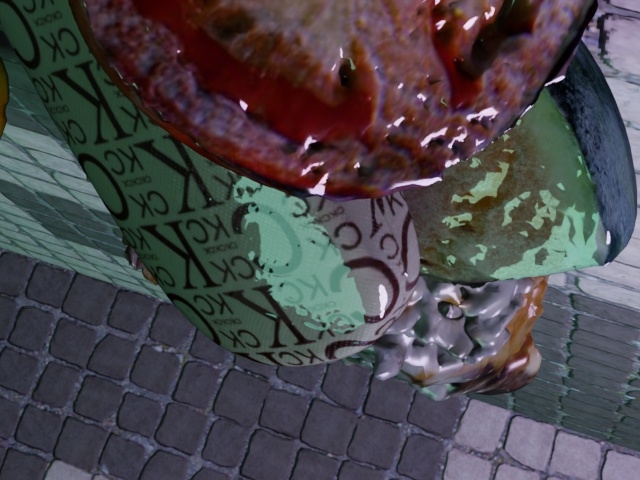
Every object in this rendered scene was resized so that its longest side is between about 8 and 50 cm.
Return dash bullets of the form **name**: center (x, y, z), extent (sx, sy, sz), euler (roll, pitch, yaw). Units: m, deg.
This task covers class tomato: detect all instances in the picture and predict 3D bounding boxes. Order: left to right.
- **tomato**: center (0.006, -0.131, 0.509), extent (0.225, 0.225, 0.085), euler (26, -172, -27)

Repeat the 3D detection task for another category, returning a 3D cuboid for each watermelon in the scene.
- **watermelon**: center (0.036, -0.105, 0.727), extent (0.321, 0.188, 0.175), euler (22, 125, 19)

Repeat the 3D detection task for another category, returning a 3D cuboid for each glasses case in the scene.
- **glasses case**: center (-0.072, -0.097, 0.616), extent (0.137, 0.085, 0.355), euler (-13, 111, 40)

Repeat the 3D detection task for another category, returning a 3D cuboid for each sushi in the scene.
- **sushi**: center (-0.003, -0.002, 1.125), extent (0.417, 0.176, 0.417), euler (24, 175, 2)

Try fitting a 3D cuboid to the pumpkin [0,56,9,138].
- **pumpkin**: center (-0.360, -0.161, 1.134), extent (0.131, 0.126, 0.248), euler (22, 152, 28)
